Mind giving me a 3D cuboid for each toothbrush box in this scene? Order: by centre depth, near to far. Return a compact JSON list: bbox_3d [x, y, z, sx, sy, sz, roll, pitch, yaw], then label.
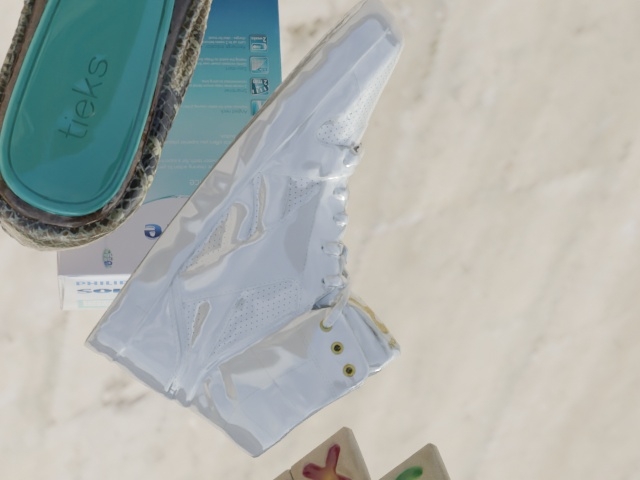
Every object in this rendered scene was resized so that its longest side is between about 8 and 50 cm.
[{"bbox_3d":[-0.144,-0.089,1.897,0.216,0.296,0.126,-2,162,-6],"label":"toothbrush box"}]

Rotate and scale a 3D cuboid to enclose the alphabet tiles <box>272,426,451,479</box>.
[{"bbox_3d":[0.006,0.307,1.368,0.285,0.342,0.011,-38,138,19],"label":"alphabet tiles"}]

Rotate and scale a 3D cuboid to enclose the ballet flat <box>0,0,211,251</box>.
[{"bbox_3d":[-0.131,-0.220,1.432,0.182,0.164,0.483,161,-51,-79],"label":"ballet flat"}]

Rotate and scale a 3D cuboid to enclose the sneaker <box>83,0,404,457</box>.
[{"bbox_3d":[0.000,0.000,1.267,0.292,0.169,0.108,-53,-177,14],"label":"sneaker"}]
